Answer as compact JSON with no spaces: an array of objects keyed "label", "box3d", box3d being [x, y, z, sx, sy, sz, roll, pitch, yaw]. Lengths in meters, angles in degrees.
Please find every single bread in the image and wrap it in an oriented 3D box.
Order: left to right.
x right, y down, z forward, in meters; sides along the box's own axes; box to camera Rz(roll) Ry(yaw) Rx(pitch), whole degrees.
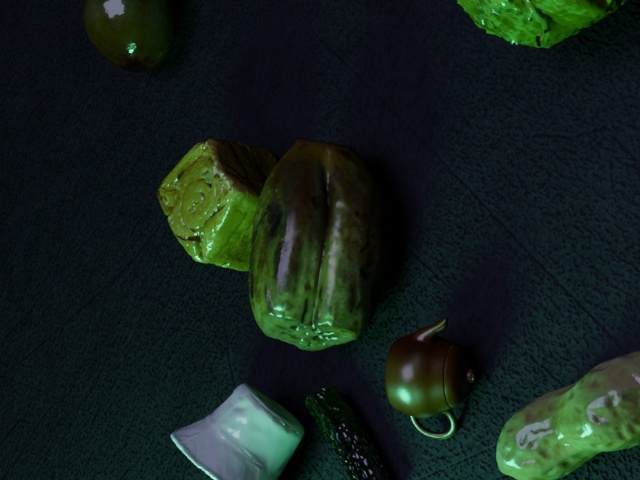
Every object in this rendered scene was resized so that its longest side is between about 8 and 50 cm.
[{"label":"bread","box3d":[-0.137,-0.058,2.062,0.158,0.143,0.149,-52,50,29]}]

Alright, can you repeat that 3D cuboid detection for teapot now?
[{"label":"teapot","box3d":[0.147,0.176,1.760,0.116,0.116,0.173,13,118,46]}]

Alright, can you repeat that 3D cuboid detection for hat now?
[{"label":"hat","box3d":[-0.101,0.283,1.947,0.126,0.203,0.203,-50,48,2]}]

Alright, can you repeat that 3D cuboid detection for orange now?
[{"label":"orange","box3d":[0.282,-0.371,1.651,0.301,0.223,0.300,-57,37,24]}]

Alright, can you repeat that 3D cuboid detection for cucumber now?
[{"label":"cucumber","box3d":[0.042,0.278,1.870,0.058,0.058,0.187,-52,51,25]}]

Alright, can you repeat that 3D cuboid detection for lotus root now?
[{"label":"lotus root","box3d":[0.003,-0.002,1.885,0.193,0.193,0.291,-9,71,44]}]

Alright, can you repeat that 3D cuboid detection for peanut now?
[{"label":"peanut","box3d":[0.305,0.204,1.580,0.263,0.117,0.101,-33,66,39]}]

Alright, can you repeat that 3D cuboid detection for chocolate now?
[{"label":"chocolate","box3d":[-0.319,-0.362,2.299,0.177,0.177,0.177,-12,73,43]}]
